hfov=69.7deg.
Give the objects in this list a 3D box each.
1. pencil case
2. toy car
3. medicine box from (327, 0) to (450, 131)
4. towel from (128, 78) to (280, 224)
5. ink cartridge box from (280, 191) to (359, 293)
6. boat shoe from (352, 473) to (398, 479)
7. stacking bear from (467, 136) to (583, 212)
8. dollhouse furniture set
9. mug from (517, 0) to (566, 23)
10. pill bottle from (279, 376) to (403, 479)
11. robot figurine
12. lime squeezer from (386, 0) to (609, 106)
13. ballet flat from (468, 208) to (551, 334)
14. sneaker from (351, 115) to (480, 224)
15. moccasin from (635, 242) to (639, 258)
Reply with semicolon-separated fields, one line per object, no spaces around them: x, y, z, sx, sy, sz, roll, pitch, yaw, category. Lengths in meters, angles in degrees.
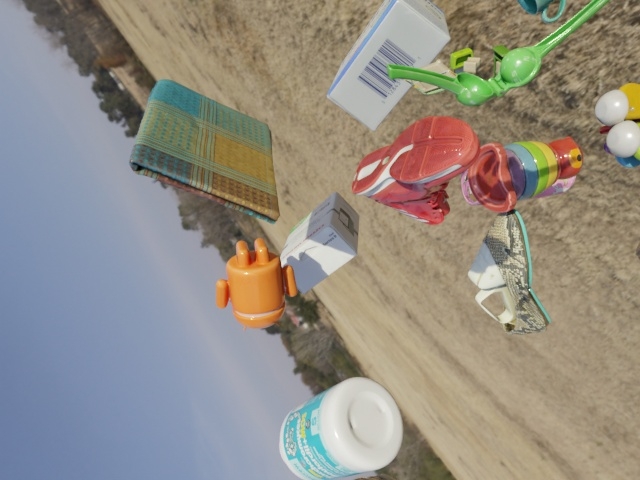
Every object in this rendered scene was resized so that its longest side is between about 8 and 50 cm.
0.701;-0.223;1.646;0.160;0.387;0.167;153;108;-80;pencil case
0.673;-0.239;0.995;0.136;0.159;0.181;103;161;-70;toy car
0.165;-0.456;1.120;0.149;0.263;0.289;32;-144;-13;medicine box
-0.213;-0.187;0.903;0.272;0.040;0.370;20;-147;-25;towel
0.000;0.000;1.375;0.121;0.211;0.289;46;-159;-14;ink cartridge box
0.148;0.551;0.927;0.117;0.123;0.324;15;157;-19;boat shoe
0.555;-0.190;1.202;0.164;0.289;0.175;-179;73;-77;stacking bear
0.210;-0.242;0.700;0.076;0.152;0.058;-108;-2;-47;dollhouse furniture set
0.534;-0.621;1.108;0.158;0.097;0.129;40;-158;-40;mug
0.019;0.352;0.832;0.146;0.146;0.264;52;138;9;pill bottle
-0.148;0.108;1.053;0.128;0.158;0.219;12;117;36;robot figurine
0.240;-0.245;0.619;0.058;0.311;0.109;-107;-3;-50;lime squeezer
0.526;0.125;1.311;0.482;0.182;0.164;57;-164;-36;ballet flat
0.147;-0.082;0.590;0.128;0.086;0.221;23;170;-23;sneaker
0.793;-0.055;0.960;0.139;0.146;0.380;17;156;20;moccasin
